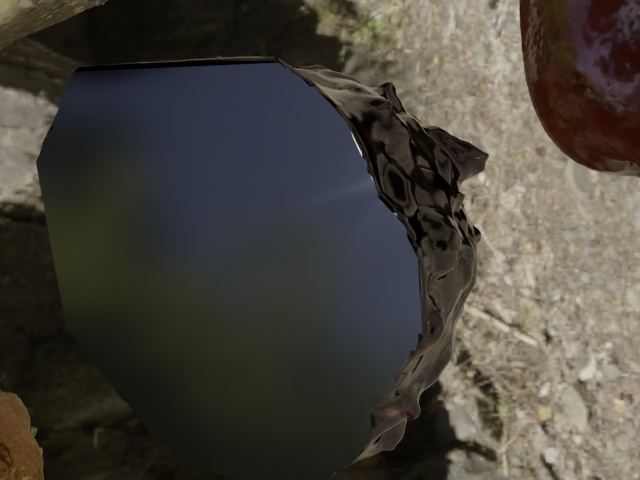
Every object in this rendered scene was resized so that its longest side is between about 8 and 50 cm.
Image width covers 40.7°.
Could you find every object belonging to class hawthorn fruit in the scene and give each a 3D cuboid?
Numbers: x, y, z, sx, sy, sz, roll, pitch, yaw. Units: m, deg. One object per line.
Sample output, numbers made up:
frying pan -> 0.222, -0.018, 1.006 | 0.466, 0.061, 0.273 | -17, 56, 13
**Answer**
hawthorn fruit -> 0.297, -0.179, 0.695 | 0.284, 0.284, 0.284 | -177, 90, -69

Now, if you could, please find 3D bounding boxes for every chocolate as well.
chocolate -> 0.000, 0.000, 0.460 | 0.224, 0.177, 0.206 | 6, 109, 36

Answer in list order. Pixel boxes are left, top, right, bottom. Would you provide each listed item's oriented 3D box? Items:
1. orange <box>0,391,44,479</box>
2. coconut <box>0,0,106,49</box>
orange -> -0.349, 0.224, 0.706 | 0.237, 0.179, 0.158 | -30, 12, 22
coconut -> -0.224, -0.207, 0.370 | 0.297, 0.254, 0.297 | 59, 167, 22
